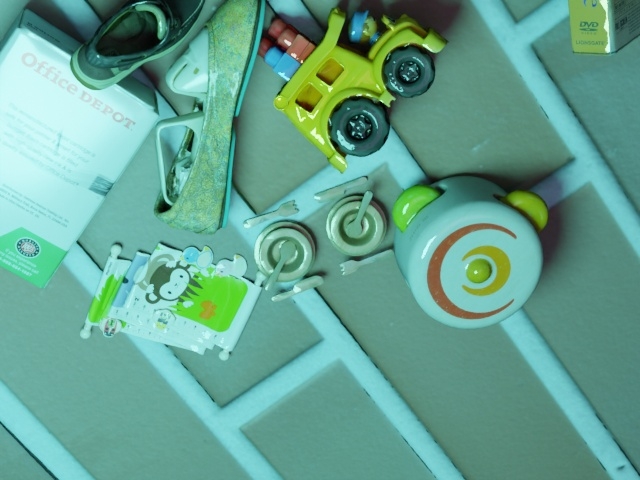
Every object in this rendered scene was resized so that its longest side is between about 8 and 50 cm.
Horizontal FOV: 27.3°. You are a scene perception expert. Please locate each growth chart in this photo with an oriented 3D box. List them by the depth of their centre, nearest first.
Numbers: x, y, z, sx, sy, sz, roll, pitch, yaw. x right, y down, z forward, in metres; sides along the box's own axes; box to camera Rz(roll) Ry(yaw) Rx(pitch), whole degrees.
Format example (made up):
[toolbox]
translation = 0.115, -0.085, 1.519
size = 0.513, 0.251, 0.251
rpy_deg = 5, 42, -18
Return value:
[growth chart]
translation = -0.206, 0.083, 1.871
size = 0.237, 0.021, 0.172
rpy_deg = 12, 109, -14

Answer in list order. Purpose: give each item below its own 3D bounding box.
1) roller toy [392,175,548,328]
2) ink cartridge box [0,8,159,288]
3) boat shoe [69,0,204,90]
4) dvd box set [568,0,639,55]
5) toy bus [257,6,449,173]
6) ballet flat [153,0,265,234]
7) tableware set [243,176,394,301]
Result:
[roller toy]
translation = 0.208, 0.019, 1.837
size = 0.209, 0.146, 0.191
rpy_deg = -4, 113, -7
[ink cartridge box]
translation = -0.370, -0.119, 1.706
size = 0.211, 0.121, 0.289
rpy_deg = 32, 104, -19
[boat shoe]
translation = -0.213, -0.265, 1.635
size = 0.223, 0.073, 0.080
rpy_deg = -43, 100, -33
[dvd box set]
translation = 0.377, -0.471, 1.602
size = 0.062, 0.307, 0.421
rpy_deg = 8, 120, 35
[toy bus]
translation = 0.029, -0.231, 1.724
size = 0.211, 0.149, 0.220
rpy_deg = 40, 100, -5
[ballet flat]
translation = -0.154, -0.169, 1.720
size = 0.123, 0.123, 0.349
rpy_deg = 7, 114, -11
[tableware set]
translation = 0.000, 0.000, 1.843
size = 0.194, 0.039, 0.128
rpy_deg = -21, 102, 1
